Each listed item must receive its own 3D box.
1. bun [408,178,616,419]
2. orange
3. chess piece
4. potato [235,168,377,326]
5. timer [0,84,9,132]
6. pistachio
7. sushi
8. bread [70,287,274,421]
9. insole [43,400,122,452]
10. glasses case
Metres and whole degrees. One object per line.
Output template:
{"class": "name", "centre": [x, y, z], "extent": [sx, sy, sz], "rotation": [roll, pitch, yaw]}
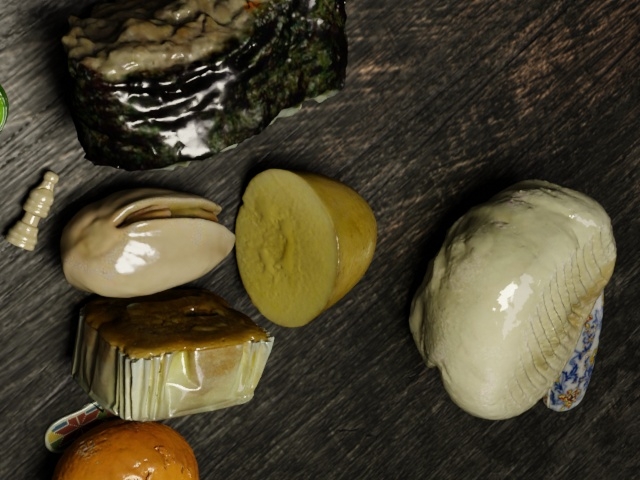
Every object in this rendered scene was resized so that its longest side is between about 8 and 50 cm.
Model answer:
{"class": "bun", "centre": [0.273, 0.080, 1.564], "extent": [0.365, 0.219, 0.365], "rotation": [-33, 139, -35]}
{"class": "orange", "centre": [-0.250, 0.313, 1.330], "extent": [0.193, 0.161, 0.193], "rotation": [-28, 134, -33]}
{"class": "chess piece", "centre": [-0.324, -0.037, 1.195], "extent": [0.035, 0.035, 0.092], "rotation": [25, 92, -41]}
{"class": "potato", "centre": [0.000, 0.000, 1.375], "extent": [0.158, 0.178, 0.203], "rotation": [-13, 94, -48]}
{"class": "timer", "centre": [-0.398, -0.121, 1.089], "extent": [0.128, 0.047, 0.140], "rotation": [26, 94, -40]}
{"class": "pistachio", "centre": [-0.204, 0.002, 1.244], "extent": [0.223, 0.126, 0.152], "rotation": [-14, 153, -36]}
{"class": "sushi", "centre": [-0.121, -0.204, 1.155], "extent": [0.350, 0.211, 0.170], "rotation": [-28, 121, -30]}
{"class": "bread", "centre": [-0.180, 0.128, 1.270], "extent": [0.210, 0.192, 0.109], "rotation": [-5, 111, -34]}
{"class": "insole", "centre": [-0.270, 0.217, 1.369], "extent": [0.193, 0.006, 0.065], "rotation": [-28, 125, -24]}
{"class": "glasses case", "centre": [0.439, 0.183, 1.831], "extent": [0.087, 0.065, 0.248], "rotation": [-11, 118, -30]}
